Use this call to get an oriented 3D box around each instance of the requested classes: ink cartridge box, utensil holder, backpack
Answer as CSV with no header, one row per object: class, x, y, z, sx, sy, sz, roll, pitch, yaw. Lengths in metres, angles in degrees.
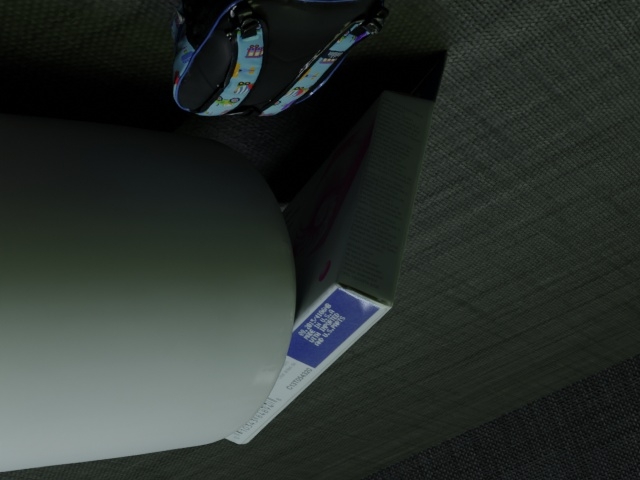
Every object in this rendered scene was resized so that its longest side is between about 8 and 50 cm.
ink cartridge box,0.000,0.000,1.564,0.071,0.330,0.324,25,141,-14
utensil holder,-0.259,0.044,1.368,0.385,0.327,0.327,0,151,-44
backpack,-0.050,-0.180,1.278,0.158,0.117,0.173,-5,154,-31
